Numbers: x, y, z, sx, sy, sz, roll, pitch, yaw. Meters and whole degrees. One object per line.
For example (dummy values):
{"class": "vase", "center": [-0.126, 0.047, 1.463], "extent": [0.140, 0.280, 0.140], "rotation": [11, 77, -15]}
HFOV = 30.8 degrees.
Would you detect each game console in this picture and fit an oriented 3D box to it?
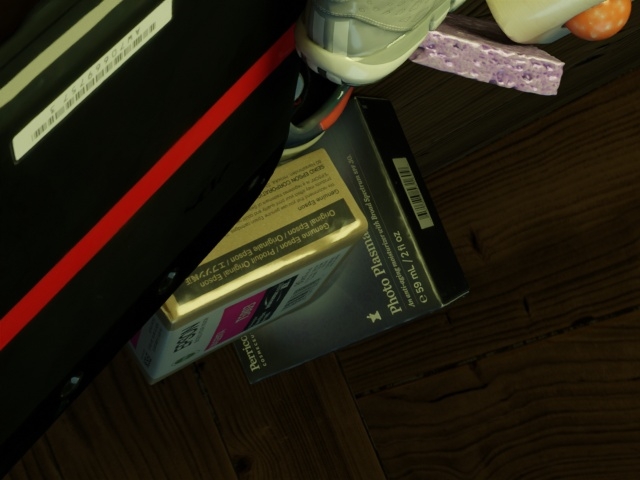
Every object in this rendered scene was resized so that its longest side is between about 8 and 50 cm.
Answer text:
{"class": "game console", "center": [-0.134, -0.020, 0.633], "extent": [0.386, 0.060, 0.342], "rotation": [-50, 167, -27]}

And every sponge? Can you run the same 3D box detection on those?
{"class": "sponge", "center": [0.114, -0.163, 0.952], "extent": [0.117, 0.031, 0.210], "rotation": [12, -164, -9]}

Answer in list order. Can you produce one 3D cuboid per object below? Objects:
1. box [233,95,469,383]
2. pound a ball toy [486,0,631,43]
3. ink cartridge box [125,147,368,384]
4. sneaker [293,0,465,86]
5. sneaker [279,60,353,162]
{"class": "box", "center": [0.000, 0.000, 1.576], "extent": [0.294, 0.296, 0.183], "rotation": [-24, 177, 19]}
{"class": "pound a ball toy", "center": [0.217, -0.228, 0.826], "extent": [0.319, 0.136, 0.208], "rotation": [-25, 176, 31]}
{"class": "ink cartridge box", "center": [-0.082, 0.030, 1.048], "extent": [0.193, 0.088, 0.235], "rotation": [-27, 169, -20]}
{"class": "sneaker", "center": [0.073, -0.194, 0.643], "extent": [0.229, 0.086, 0.132], "rotation": [-50, 164, -21]}
{"class": "sneaker", "center": [-0.106, -0.104, 0.877], "extent": [0.350, 0.131, 0.148], "rotation": [-27, 173, -39]}
